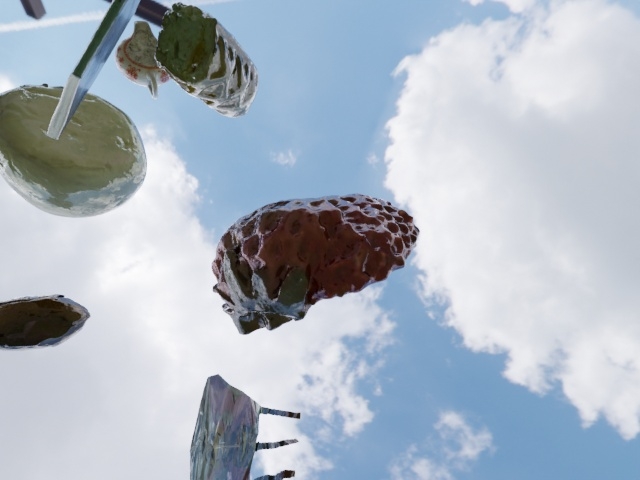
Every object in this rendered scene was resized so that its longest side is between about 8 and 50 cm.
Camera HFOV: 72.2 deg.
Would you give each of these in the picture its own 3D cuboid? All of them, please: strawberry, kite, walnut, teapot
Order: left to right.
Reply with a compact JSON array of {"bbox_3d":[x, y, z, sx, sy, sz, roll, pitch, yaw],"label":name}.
[{"bbox_3d":[-0.673,0.193,1.023,0.245,0.137,0.137,-11,-107,-23],"label":"walnut"},{"bbox_3d":[-0.482,-0.490,1.223,0.159,0.116,0.245,-10,-116,-40],"label":"teapot"},{"bbox_3d":[-0.115,0.350,0.739,0.022,0.360,0.204,-8,-118,19],"label":"kite"},{"bbox_3d":[0.000,0.000,0.633,0.336,0.265,0.149,-26,-90,-43],"label":"strawberry"}]

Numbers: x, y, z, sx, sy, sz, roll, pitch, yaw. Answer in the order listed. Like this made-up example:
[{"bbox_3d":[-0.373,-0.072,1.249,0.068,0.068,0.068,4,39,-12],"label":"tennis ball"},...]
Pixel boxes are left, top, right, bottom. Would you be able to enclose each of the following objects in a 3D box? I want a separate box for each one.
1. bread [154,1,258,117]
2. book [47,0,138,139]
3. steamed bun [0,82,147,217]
[{"bbox_3d":[-0.197,-0.321,0.825,0.130,0.268,0.152,-8,-90,10],"label":"bread"},{"bbox_3d":[-0.301,-0.290,0.618,0.025,0.215,0.282,29,-115,-30],"label":"book"},{"bbox_3d":[-0.601,-0.188,1.051,0.334,0.233,0.311,2,-128,-40],"label":"steamed bun"}]
